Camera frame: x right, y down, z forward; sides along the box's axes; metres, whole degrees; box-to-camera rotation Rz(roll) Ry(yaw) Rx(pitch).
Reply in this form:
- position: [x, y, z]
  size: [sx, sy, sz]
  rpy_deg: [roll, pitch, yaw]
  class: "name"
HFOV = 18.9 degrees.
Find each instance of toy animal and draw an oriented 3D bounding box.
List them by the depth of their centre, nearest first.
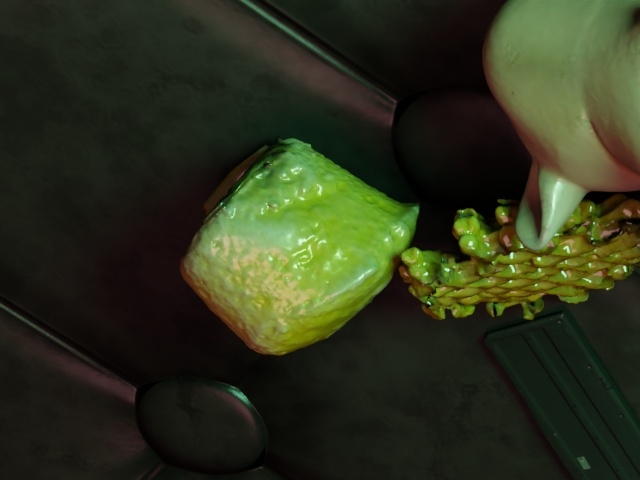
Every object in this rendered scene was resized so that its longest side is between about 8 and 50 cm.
- position: [0.277, -0.108, 1.473]
  size: [0.326, 0.237, 0.269]
  rpy_deg: [47, 152, 23]
  class: "toy animal"

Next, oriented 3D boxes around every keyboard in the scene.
- position: [0.291, 0.220, 1.915]
  size: [0.103, 0.041, 0.381]
  rpy_deg: [-18, 116, 30]
  class: "keyboard"

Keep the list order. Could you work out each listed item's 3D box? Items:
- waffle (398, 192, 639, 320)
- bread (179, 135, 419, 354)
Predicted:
- position: [0.184, 0.018, 1.682]
  size: [0.228, 0.051, 0.231]
  rpy_deg: [-13, 160, 4]
  class: "waffle"
- position: [-0.021, 0.004, 1.729]
  size: [0.170, 0.197, 0.197]
  rpy_deg: [41, 129, -7]
  class: "bread"
